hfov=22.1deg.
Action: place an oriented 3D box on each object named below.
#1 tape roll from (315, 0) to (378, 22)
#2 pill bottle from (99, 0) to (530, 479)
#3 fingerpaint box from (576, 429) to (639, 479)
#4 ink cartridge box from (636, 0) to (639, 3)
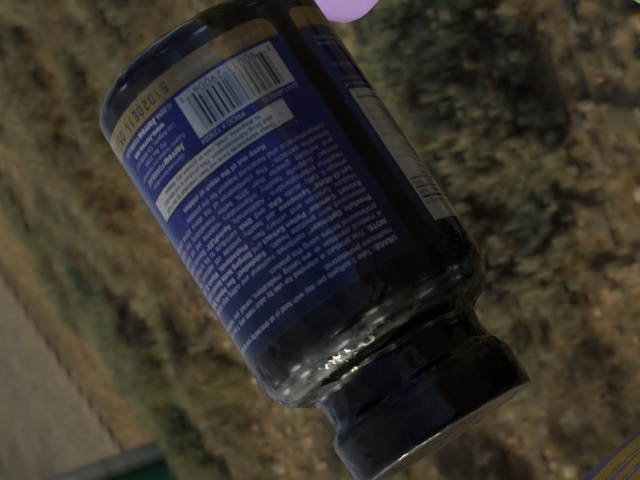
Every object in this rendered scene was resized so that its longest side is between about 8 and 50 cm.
[{"bbox_3d":[0.003,-0.303,1.213,0.275,0.090,0.274,-171,90,-72],"label":"tape roll"},{"bbox_3d":[0.000,0.000,0.770,0.219,0.123,0.123,58,159,12],"label":"pill bottle"},{"bbox_3d":[0.109,0.143,0.334,0.163,0.371,0.445,42,146,6],"label":"fingerpaint box"},{"bbox_3d":[0.392,-0.394,1.637,0.117,0.201,0.278,33,137,5],"label":"ink cartridge box"}]
